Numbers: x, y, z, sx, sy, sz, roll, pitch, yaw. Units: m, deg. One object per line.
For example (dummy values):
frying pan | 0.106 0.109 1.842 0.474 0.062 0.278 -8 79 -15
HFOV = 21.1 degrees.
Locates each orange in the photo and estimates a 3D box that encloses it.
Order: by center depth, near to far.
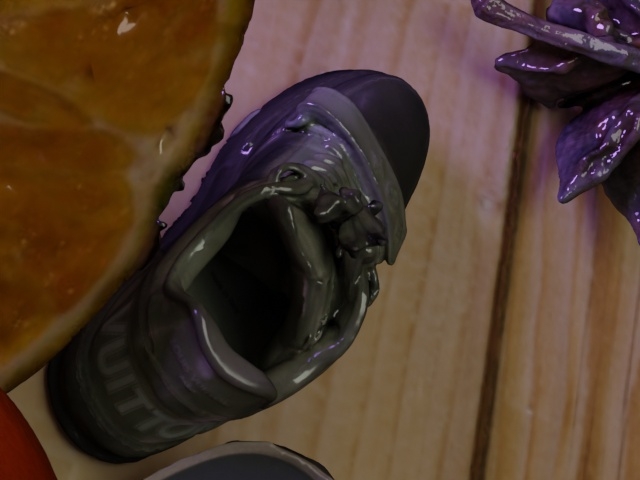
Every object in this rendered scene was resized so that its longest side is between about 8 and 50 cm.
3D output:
orange | -0.173 -0.058 0.657 0.274 0.274 0.310 8 87 -39

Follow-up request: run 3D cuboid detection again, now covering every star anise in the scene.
star anise | 0.190 -0.101 1.088 0.231 0.089 0.209 -9 77 -53

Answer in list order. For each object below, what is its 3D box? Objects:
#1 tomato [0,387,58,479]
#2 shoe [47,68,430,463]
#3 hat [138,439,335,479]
tomato | -0.195 0.119 0.548 0.260 0.180 0.260 12 32 -8
shoe | -0.001 -0.002 0.864 0.109 0.149 0.293 54 53 -15
hat | -0.027 0.230 0.789 0.275 0.161 0.232 19 39 -11
